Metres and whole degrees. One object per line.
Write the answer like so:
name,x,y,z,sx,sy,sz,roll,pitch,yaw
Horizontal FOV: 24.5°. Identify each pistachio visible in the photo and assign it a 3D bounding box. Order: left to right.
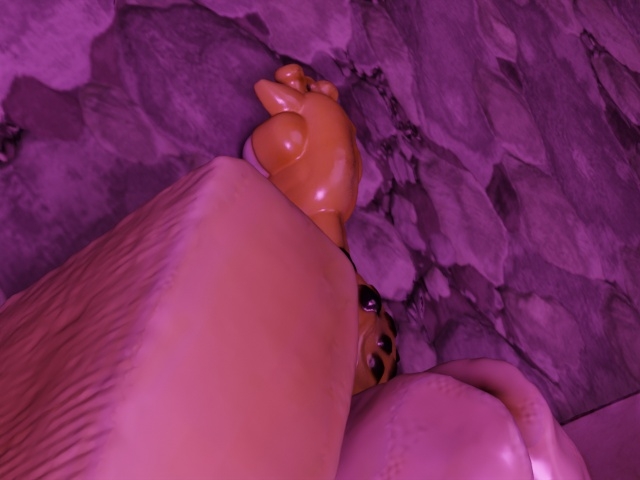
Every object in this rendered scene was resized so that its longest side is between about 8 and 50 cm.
pistachio,0.023,0.192,0.695,0.207,0.332,0.226,-3,48,-36

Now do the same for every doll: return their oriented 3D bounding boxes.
doll,-0.001,0.001,1.074,0.117,0.086,0.291,25,47,-46

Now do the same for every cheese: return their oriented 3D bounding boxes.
cheese,-0.117,0.118,0.656,0.124,0.265,0.242,40,37,-25

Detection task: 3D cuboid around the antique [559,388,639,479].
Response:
antique,0.289,0.213,1.223,0.152,0.146,0.148,21,49,-41
